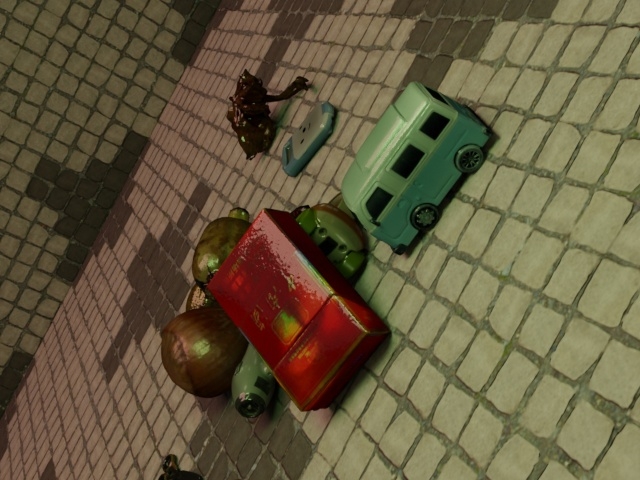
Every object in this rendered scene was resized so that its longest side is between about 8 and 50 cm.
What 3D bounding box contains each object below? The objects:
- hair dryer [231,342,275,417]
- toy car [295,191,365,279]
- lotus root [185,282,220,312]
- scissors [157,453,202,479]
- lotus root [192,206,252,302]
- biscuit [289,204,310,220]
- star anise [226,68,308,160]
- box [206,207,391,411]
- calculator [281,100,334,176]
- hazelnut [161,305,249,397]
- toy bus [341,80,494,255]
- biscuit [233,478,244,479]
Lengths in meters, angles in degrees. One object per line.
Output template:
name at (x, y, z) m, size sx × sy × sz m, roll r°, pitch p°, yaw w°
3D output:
hair dryer at (-0.078, 0.210, 1.846) m, size 0.267 × 0.092 × 0.229 m, roll -45°, pitch 21°, yaw 6°
toy car at (0.000, 0.000, 1.833) m, size 0.235 × 0.145 × 0.235 m, roll -49°, pitch 9°, yaw 10°
lotus root at (-0.255, 0.113, 2.237) m, size 0.259 × 0.097 × 0.110 m, roll -64°, pitch 21°, yaw -12°
scissors at (-0.305, 0.514, 2.022) m, size 0.220 × 0.017 × 0.088 m, roll -14°, pitch 52°, yaw 58°
lotus root at (-0.203, 0.038, 2.120) m, size 0.314 × 0.169 × 0.141 m, roll -80°, pitch 15°, yaw -49°
biscuit at (-0.080, 0.035, 2.004) m, size 0.151 × 0.063 × 0.235 m, roll -16°, pitch 48°, yaw 57°
star anise at (-0.150, -0.351, 2.453) m, size 0.346 × 0.148 × 0.238 m, roll -32°, pitch 60°, yaw 44°
box at (-0.046, 0.120, 1.638) m, size 0.313 × 0.089 × 0.197 m, roll 48°, pitch 112°, yaw 27°
calculator at (-0.032, -0.242, 2.221) m, size 0.210 × 0.039 × 0.121 m, roll -48°, pitch 27°, yaw 30°
hazelnut at (-0.241, 0.234, 2.005) m, size 0.214 × 0.176 × 0.214 m, roll -11°, pitch 49°, yaw 13°
toy bus at (0.149, -0.129, 1.599) m, size 0.271 × 0.164 × 0.133 m, roll -55°, pitch 26°, yaw 18°
biscuit at (-0.161, 0.542, 1.688) m, size 0.186 × 0.036 × 0.192 m, roll -63°, pitch 25°, yaw 7°
